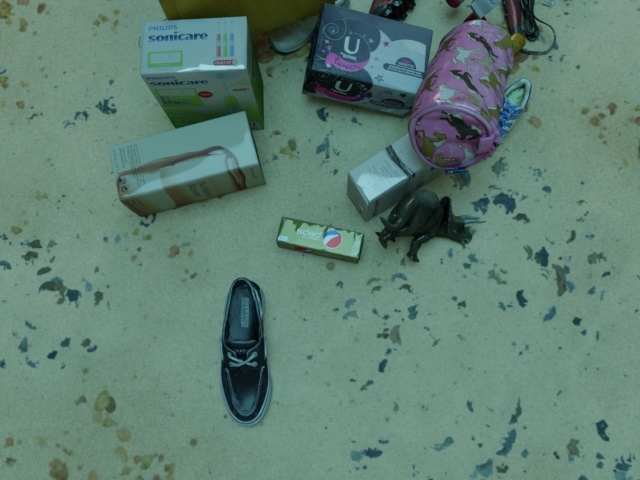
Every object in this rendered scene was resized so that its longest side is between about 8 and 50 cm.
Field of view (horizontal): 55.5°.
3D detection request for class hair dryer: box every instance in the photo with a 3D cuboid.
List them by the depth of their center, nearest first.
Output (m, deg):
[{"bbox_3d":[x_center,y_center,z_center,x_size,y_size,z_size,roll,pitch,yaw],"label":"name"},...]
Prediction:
[{"bbox_3d":[0.448,-0.588,1.431,0.294,0.080,0.223,26,79,8],"label":"hair dryer"}]

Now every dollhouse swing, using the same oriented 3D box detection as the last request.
[{"bbox_3d":[-0.180,-0.606,1.275,0.347,0.315,0.304,-18,78,-3],"label":"dollhouse swing"}]

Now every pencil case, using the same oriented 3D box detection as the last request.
[{"bbox_3d":[0.292,-0.302,1.223,0.167,0.160,0.386,48,42,-24],"label":"pencil case"}]

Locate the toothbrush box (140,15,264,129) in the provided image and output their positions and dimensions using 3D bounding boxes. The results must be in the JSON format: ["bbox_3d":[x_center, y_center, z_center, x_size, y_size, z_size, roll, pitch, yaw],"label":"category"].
[{"bbox_3d":[-0.237,-0.340,1.289,0.206,0.283,0.122,-2,76,1],"label":"toothbrush box"}]

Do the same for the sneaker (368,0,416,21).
[{"bbox_3d":[0.183,-0.619,1.439,0.135,0.097,0.276,36,78,9],"label":"sneaker"}]

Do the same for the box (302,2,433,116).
[{"bbox_3d":[0.100,-0.389,1.334,0.248,0.142,0.163,11,79,-8],"label":"box"}]

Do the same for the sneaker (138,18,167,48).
[{"bbox_3d":[-0.322,-0.492,1.441,0.208,0.081,0.094,-40,86,-2],"label":"sneaker"}]

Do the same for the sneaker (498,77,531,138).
[{"bbox_3d":[0.397,-0.277,1.355,0.080,0.081,0.211,33,81,8],"label":"sneaker"}]

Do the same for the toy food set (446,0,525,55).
[{"bbox_3d":[0.351,-0.500,1.388,0.104,0.111,0.232,-46,110,-9],"label":"toy food set"}]

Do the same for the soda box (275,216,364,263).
[{"bbox_3d":[0.000,0.000,1.310,0.182,0.061,0.058,12,77,5],"label":"soda box"}]

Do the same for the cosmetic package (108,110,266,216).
[{"bbox_3d":[-0.280,-0.161,1.315,0.296,0.153,0.129,-16,78,-1],"label":"cosmetic package"}]

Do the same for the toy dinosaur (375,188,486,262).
[{"bbox_3d":[0.194,-0.049,1.245,0.160,0.314,0.121,-52,51,13],"label":"toy dinosaur"}]

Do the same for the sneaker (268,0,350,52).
[{"bbox_3d":[-0.030,-0.534,1.428,0.229,0.092,0.087,-40,80,-6],"label":"sneaker"}]

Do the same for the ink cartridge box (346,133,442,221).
[{"bbox_3d":[0.160,-0.142,1.295,0.203,0.148,0.085,-32,77,-7],"label":"ink cartridge box"}]

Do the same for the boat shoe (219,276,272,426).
[{"bbox_3d":[-0.154,0.224,1.238,0.108,0.102,0.301,0,76,2],"label":"boat shoe"}]
